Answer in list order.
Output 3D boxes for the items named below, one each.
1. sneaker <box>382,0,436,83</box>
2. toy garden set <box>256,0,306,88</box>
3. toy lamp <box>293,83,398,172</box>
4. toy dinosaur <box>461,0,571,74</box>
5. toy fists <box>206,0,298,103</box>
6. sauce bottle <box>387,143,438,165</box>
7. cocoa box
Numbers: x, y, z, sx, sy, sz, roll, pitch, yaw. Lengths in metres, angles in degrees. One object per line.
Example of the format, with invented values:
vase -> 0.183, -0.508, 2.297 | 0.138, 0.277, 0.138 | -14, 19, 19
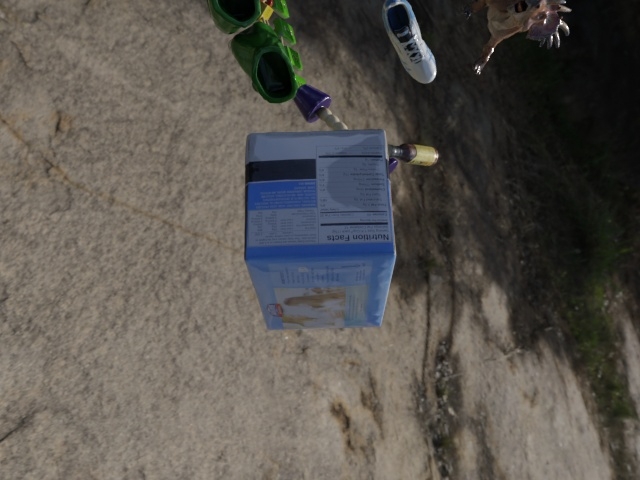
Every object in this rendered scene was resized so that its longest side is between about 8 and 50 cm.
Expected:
sneaker -> 0.222, -0.503, 1.547 | 0.237, 0.085, 0.086 | 60, 29, -18
toy garden set -> -0.104, -0.468, 1.448 | 0.204, 0.049, 0.244 | -27, 103, -75
toy lamp -> 0.048, -0.240, 1.344 | 0.275, 0.080, 0.080 | 45, 35, 12
toy dinosaur -> 0.388, -0.435, 1.150 | 0.127, 0.200, 0.295 | 57, 47, -26
toy fists -> -0.129, -0.370, 1.060 | 0.279, 0.096, 0.142 | 60, 7, -36
sauce bottle -> 0.183, -0.176, 1.238 | 0.128, 0.042, 0.042 | 1, 68, -35
cocoa box -> 0.000, 0.000, 1.065 | 0.347, 0.231, 0.228 | 87, 1, -64
